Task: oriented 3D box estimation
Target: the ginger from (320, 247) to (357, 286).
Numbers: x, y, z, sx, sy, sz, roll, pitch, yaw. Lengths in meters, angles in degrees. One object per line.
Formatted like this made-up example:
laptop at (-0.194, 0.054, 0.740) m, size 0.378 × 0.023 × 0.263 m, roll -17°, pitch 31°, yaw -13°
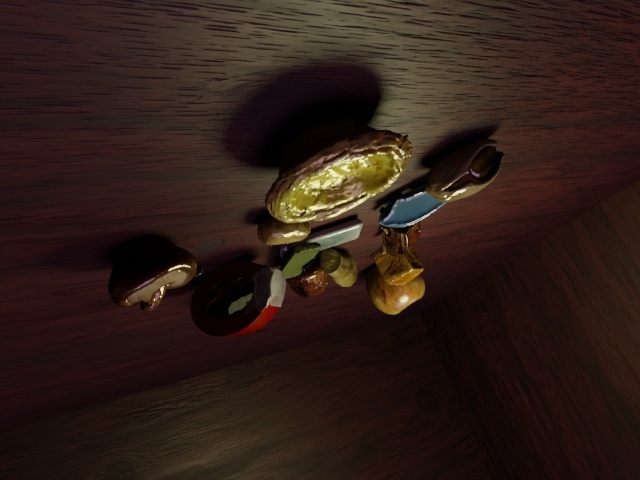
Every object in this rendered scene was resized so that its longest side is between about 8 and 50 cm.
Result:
ginger at (0.078, 0.103, 1.861) m, size 0.116 × 0.109 × 0.263 m, roll -28°, pitch 154°, yaw 11°

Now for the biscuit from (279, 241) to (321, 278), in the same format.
biscuit at (-0.078, 0.072, 1.609) m, size 0.099 × 0.038 × 0.322 m, roll -9°, pitch 164°, yaw -19°

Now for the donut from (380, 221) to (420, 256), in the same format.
donut at (0.296, -0.016, 1.747) m, size 0.126 × 0.144 × 0.186 m, roll -37°, pitch 138°, yaw -17°

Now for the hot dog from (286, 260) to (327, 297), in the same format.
hot dog at (-0.049, 0.149, 1.860) m, size 0.160 × 0.099 × 0.227 m, roll -20°, pitch 159°, yaw -4°

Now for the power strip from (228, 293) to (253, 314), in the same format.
power strip at (-0.264, 0.229, 1.789) m, size 0.224 × 0.140 × 0.139 m, roll -11°, pitch 156°, yaw -27°

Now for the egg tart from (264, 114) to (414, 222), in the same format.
egg tart at (0.033, -0.163, 1.073) m, size 0.345 × 0.132 × 0.345 m, roll -18°, pitch 160°, yaw -7°

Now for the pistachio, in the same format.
pistachio at (0.408, -0.199, 1.380) m, size 0.238 × 0.153 × 0.137 m, roll -30°, pitch 119°, yaw 16°

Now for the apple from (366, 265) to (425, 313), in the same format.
apple at (0.340, 0.205, 2.235) m, size 0.264 × 0.264 × 0.264 m, roll -19°, pitch 160°, yaw -7°

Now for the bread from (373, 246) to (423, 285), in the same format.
bread at (0.333, 0.098, 2.044) m, size 0.143 × 0.158 × 0.149 m, roll -30°, pitch 154°, yaw 27°

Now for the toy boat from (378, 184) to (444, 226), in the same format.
toy boat at (0.289, -0.113, 1.544) m, size 0.238 × 0.109 × 0.098 m, roll -27°, pitch -166°, yaw 16°

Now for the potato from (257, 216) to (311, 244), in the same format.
potato at (-0.102, -0.031, 1.360) m, size 0.170 × 0.080 × 0.107 m, roll -11°, pitch 158°, yaw -40°

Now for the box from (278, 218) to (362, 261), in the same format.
box at (0.000, 0.000, 1.609) m, size 0.285 × 0.044 × 0.142 m, roll -18°, pitch 164°, yaw -7°

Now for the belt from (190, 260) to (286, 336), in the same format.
belt at (-0.260, 0.190, 1.561) m, size 0.324 × 0.227 × 0.115 m, roll -26°, pitch 162°, yaw 16°

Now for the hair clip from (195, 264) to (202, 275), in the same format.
hair clip at (-0.450, 0.085, 1.386) m, size 0.070 × 0.039 × 0.229 m, roll -33°, pitch 153°, yaw 29°

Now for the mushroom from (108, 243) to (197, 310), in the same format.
mushroom at (-0.435, 0.077, 1.246) m, size 0.231 × 0.138 × 0.194 m, roll -16°, pitch 146°, yaw -53°
